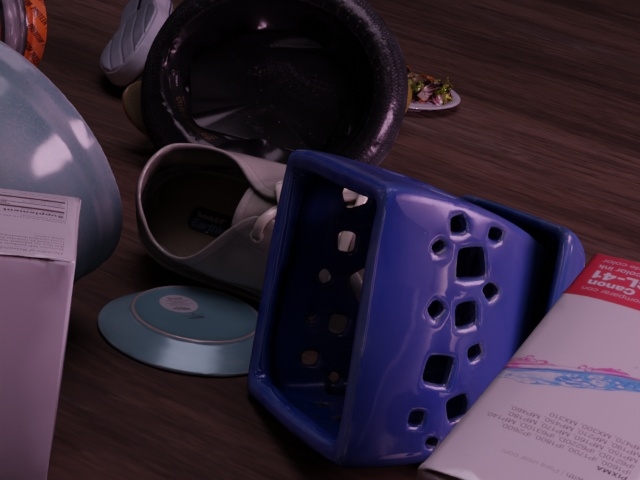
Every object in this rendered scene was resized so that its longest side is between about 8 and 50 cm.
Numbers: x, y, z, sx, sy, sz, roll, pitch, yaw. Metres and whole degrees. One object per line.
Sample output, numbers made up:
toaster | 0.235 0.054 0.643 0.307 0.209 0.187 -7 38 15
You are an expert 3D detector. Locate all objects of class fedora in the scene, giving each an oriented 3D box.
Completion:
fedora | -0.049 -0.175 2.024 0.334 0.334 0.152 15 -9 13

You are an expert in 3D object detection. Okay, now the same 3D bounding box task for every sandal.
sandal | -0.174 -0.155 2.128 0.240 0.088 0.079 2 -10 -39

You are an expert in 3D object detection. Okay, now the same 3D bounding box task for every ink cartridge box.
ink cartridge box | 0.174 0.179 1.104 0.131 0.226 0.306 20 33 24

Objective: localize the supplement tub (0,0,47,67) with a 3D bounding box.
supplement tub | -0.521 -0.274 2.071 0.316 0.193 0.193 -8 27 -41

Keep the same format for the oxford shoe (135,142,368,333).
oxford shoe | 0.000 0.000 1.617 0.449 0.169 0.130 13 -20 22

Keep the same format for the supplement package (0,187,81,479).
supplement package | -0.328 0.068 1.259 0.262 0.204 0.145 7 20 -9

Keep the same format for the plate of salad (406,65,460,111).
plate of salad | 0.118 -0.242 2.494 0.200 0.048 0.200 9 20 -3

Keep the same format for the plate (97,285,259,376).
plate | -0.121 0.080 1.580 0.188 0.024 0.188 9 22 -3

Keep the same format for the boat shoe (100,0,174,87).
boat shoe | -0.242 -0.288 2.372 0.094 0.109 0.302 49 21 -20

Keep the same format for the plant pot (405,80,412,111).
plant pot | 0.074 -0.214 2.316 0.095 0.134 0.134 27 11 -30

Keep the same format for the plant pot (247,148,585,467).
plant pot | 0.085 0.061 1.406 0.212 0.236 0.236 8 7 -22

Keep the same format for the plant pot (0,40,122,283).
plant pot | -0.350 -0.026 1.446 0.293 0.293 0.196 20 49 24
